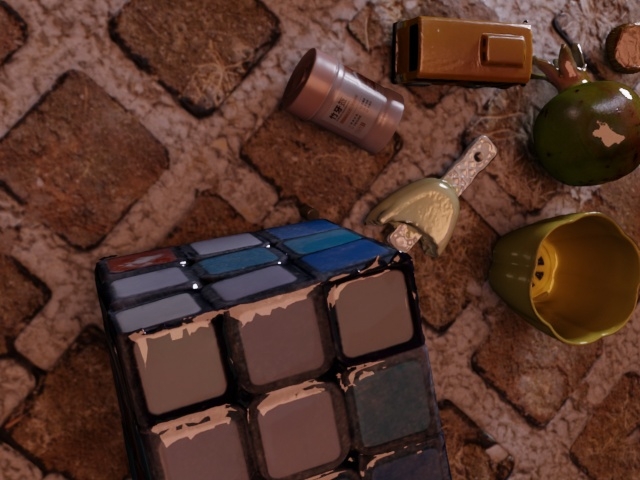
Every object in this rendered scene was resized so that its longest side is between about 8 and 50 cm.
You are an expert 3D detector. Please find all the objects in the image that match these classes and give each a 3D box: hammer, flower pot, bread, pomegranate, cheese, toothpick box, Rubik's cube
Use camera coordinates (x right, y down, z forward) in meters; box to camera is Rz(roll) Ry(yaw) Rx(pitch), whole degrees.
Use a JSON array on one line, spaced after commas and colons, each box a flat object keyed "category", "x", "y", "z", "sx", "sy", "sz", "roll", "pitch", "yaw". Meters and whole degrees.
[{"category": "hammer", "x": 0.000, "y": 0.000, "z": 1.369, "sx": 0.019, "sy": 0.035, "sz": 0.110, "roll": -28, "pitch": 111, "yaw": -14}, {"category": "flower pot", "x": 0.357, "y": 0.049, "z": 1.414, "sx": 0.195, "sy": 0.179, "sz": 0.195, "roll": -2, "pitch": 95, "yaw": -18}, {"category": "bread", "x": 0.502, "y": -0.311, "z": 1.509, "sx": 0.085, "sy": 0.053, "sz": 0.085, "roll": -1, "pitch": 95, "yaw": -7}, {"category": "pomegranate", "x": 0.403, "y": -0.193, "z": 1.427, "sx": 0.181, "sy": 0.181, "sz": 0.224, "roll": -20, "pitch": 85, "yaw": -17}, {"category": "cheese", "x": 0.183, "y": -0.070, "z": 1.414, "sx": 0.127, "sy": 0.050, "sz": 0.235, "roll": 44, "pitch": 78, "yaw": -14}, {"category": "toothpick box", "x": 0.032, "y": -0.198, "z": 1.328, "sx": 0.149, "sy": 0.098, "sz": 0.098, "roll": 25, "pitch": 85, "yaw": -20}, {"category": "Rubik's cube", "x": -0.072, "y": 0.184, "z": 1.177, "sx": 0.362, "sy": 0.359, "sz": 0.363, "roll": -16, "pitch": 106, "yaw": -18}]

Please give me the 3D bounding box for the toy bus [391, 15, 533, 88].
[{"category": "toy bus", "x": 0.215, "y": -0.278, "z": 1.378, "sx": 0.201, "sy": 0.114, "sz": 0.098, "roll": 0, "pitch": 94, "yaw": -19}]
